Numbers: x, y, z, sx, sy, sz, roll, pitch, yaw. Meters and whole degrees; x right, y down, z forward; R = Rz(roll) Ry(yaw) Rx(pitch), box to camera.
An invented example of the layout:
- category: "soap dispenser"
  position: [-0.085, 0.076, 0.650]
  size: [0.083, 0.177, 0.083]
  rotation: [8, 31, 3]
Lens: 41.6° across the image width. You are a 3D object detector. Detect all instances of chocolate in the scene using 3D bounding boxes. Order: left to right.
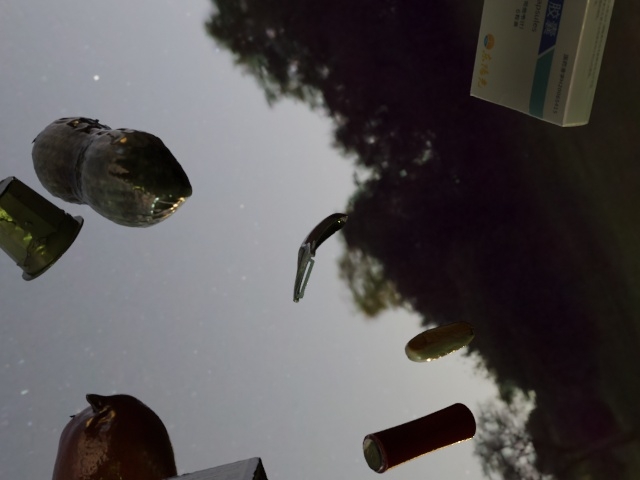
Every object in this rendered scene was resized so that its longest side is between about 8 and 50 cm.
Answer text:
- category: "chocolate"
  position: [-0.242, -0.080, 0.946]
  size: [0.110, 0.248, 0.110]
  rotation: [-15, -68, -43]

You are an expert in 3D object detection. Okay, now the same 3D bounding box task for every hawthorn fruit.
- category: "hawthorn fruit"
  position: [-0.466, 0.512, 1.944]
  size: [0.295, 0.295, 0.311]
  rotation: [25, -99, -67]

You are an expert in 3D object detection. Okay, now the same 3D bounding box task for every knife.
- category: "knife"
  position: [-0.002, -0.001, 1.594]
  size: [0.053, 0.123, 0.278]
  rotation: [26, -151, 3]

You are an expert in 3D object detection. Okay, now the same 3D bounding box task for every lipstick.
- category: "lipstick"
  position: [0.195, 0.382, 1.640]
  size: [0.241, 0.080, 0.080]
  rotation: [-10, -108, -33]

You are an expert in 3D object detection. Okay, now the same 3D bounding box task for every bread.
- category: "bread"
  position: [0.261, 0.228, 1.861]
  size: [0.214, 0.053, 0.073]
  rotation: [-15, -144, -39]

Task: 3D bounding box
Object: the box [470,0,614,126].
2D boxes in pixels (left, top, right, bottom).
- category: "box"
  position: [0.325, -0.355, 1.207]
  size: [0.200, 0.065, 0.343]
  rotation: [34, 126, 49]

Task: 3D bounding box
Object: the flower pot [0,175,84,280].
- category: "flower pot"
  position: [-0.719, -0.039, 2.051]
  size: [0.202, 0.212, 0.212]
  rotation: [47, -157, -30]

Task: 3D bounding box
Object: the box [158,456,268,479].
- category: "box"
  position: [-0.272, 0.478, 1.471]
  size: [0.211, 0.350, 0.058]
  rotation: [-56, -51, -79]
